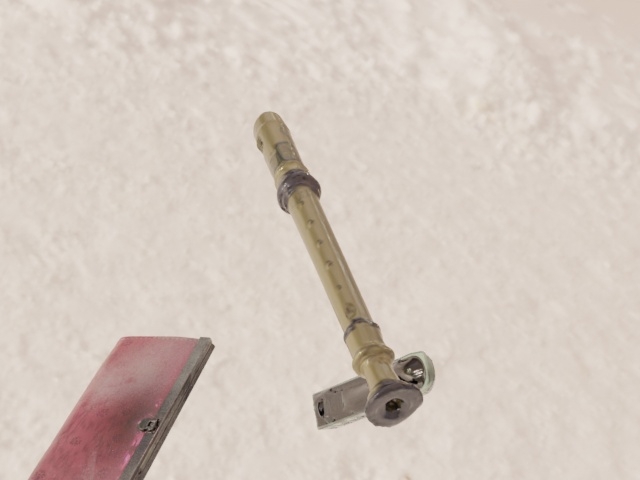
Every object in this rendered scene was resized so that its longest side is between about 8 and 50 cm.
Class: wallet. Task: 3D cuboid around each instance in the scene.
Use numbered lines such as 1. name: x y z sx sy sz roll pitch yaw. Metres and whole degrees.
1. wallet: -0.199 0.181 0.974 0.025 0.119 0.232 66 35 -35

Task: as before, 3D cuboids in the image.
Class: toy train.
1. toy train: 0.060 0.163 1.089 0.047 0.207 0.043 4 67 -33

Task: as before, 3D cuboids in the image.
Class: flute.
1. flute: 0.000 0.000 0.501 0.027 0.027 0.233 17 30 -29
